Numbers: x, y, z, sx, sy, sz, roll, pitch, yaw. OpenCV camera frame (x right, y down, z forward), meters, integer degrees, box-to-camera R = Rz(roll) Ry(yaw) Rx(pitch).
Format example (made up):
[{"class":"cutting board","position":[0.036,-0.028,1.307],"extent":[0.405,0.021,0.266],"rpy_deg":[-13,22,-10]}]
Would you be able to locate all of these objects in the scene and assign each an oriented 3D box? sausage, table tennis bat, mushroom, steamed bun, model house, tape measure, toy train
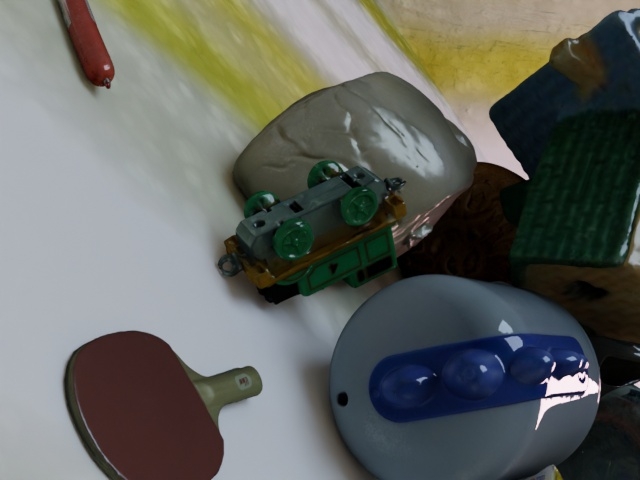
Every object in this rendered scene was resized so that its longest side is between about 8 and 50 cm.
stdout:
[{"class":"sausage","position":[-0.268,-0.258,1.028],"extent":[0.034,0.034,0.253],"rpy_deg":[24,36,-56]},{"class":"table tennis bat","position":[-0.115,0.133,0.769],"extent":[0.138,0.022,0.246],"rpy_deg":[60,22,13]},{"class":"mushroom","position":[0.235,0.020,1.463],"extent":[0.297,0.278,0.163],"rpy_deg":[48,40,16]},{"class":"steamed bun","position":[0.067,-0.101,1.254],"extent":[0.247,0.236,0.383],"rpy_deg":[55,19,5]},{"class":"model house","position":[0.384,-0.078,1.258],"extent":[0.342,0.334,0.382],"rpy_deg":[27,64,-14]},{"class":"tape measure","position":[0.377,0.317,1.260],"extent":[0.147,0.256,0.275],"rpy_deg":[39,19,-47]},{"class":"toy train","position":[0.000,0.000,1.022],"extent":[0.091,0.227,0.136],"rpy_deg":[42,-25,50]}]

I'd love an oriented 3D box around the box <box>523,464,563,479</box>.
[{"class":"box","position":[0.175,0.337,0.894],"extent":[0.097,0.168,0.265],"rpy_deg":[58,17,-1]}]

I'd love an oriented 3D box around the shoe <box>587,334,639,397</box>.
[{"class":"shoe","position":[0.333,0.174,1.225],"extent":[0.108,0.241,0.093],"rpy_deg":[14,78,-32]}]

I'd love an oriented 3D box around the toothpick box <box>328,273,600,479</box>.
[{"class":"toothpick box","position":[0.165,0.152,1.030],"extent":[0.354,0.263,0.263],"rpy_deg":[13,45,-61]}]
